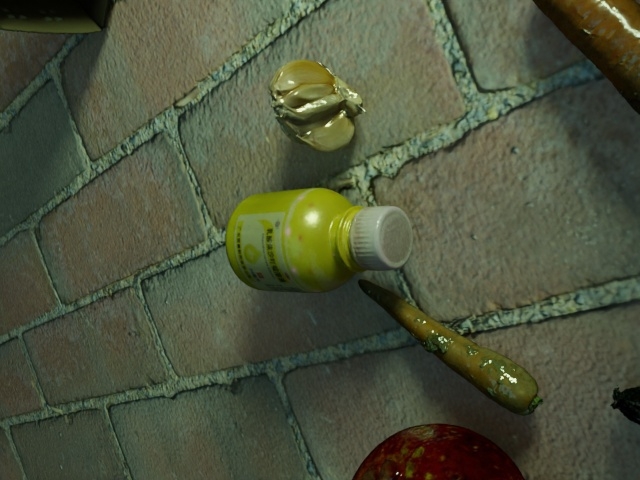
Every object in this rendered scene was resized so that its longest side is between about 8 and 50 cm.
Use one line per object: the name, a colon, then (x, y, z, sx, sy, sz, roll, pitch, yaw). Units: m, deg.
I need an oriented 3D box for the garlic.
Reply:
garlic: (-0.011, -0.149, 0.759, 0.113, 0.094, 0.074, 61, 166, 9)

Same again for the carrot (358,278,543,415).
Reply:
carrot: (0.132, 0.108, 0.742, 0.254, 0.049, 0.049, 34, 124, 35)

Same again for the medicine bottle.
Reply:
medicine bottle: (0.000, 0.000, 0.766, 0.212, 0.121, 0.122, -2, 103, 43)

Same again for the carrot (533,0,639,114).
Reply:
carrot: (0.234, -0.171, 0.541, 0.186, 0.060, 0.060, 55, 133, 18)

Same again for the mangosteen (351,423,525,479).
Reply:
mangosteen: (0.144, 0.319, 0.707, 0.257, 0.215, 0.215, 42, 139, -22)

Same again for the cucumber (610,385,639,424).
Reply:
cucumber: (0.338, 0.152, 0.561, 0.181, 0.053, 0.053, 7, 109, 43)

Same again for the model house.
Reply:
model house: (-0.434, -0.446, 0.952, 0.243, 0.211, 0.204, 47, 128, 21)
